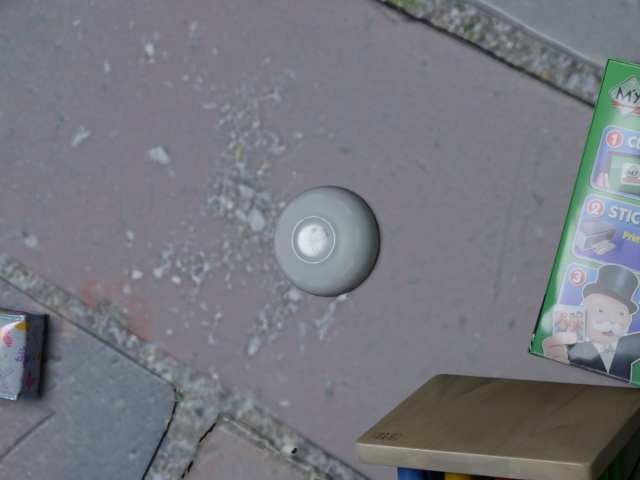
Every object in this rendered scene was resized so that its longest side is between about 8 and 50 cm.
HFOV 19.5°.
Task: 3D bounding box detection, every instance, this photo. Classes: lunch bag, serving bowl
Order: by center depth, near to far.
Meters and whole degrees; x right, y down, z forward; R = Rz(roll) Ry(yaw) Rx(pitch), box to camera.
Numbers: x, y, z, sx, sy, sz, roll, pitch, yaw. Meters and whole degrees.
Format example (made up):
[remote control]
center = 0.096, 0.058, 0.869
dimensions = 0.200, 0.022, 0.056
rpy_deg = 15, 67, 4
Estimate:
[serving bowl]
center = 0.000, 0.000, 1.378
dimensions = 0.083, 0.027, 0.083
rpy_deg = -1, 87, 23
[lunch bag]
center = -0.265, 0.086, 1.478
dimensions = 0.083, 0.053, 0.071
rpy_deg = 5, 92, 14

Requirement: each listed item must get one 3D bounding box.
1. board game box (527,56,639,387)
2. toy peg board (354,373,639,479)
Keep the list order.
[board game box]
center = 0.316, 0.018, 1.228
dimensions = 0.317, 0.046, 0.213
rpy_deg = 17, 93, 24
[toy peg board]
center = 0.127, 0.154, 1.251
dimensions = 0.161, 0.161, 0.079
rpy_deg = 2, 103, 24
